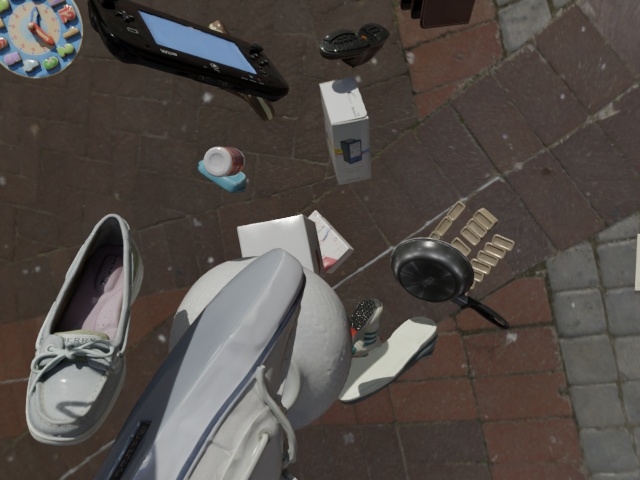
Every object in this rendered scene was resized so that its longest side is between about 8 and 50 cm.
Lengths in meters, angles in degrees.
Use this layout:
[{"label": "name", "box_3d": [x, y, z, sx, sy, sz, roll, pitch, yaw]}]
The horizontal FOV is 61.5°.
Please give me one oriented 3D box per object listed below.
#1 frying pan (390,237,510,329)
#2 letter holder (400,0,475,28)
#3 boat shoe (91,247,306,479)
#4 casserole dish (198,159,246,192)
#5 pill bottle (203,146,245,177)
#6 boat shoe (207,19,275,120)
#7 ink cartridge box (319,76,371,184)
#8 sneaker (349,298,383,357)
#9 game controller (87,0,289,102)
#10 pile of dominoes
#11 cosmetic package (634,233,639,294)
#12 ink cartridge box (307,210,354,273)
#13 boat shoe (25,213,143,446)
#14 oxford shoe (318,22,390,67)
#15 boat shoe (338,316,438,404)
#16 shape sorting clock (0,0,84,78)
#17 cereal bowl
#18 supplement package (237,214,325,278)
[{"label": "frying pan", "box_3d": [0.287, 0.124, 1.267, 0.197, 0.053, 0.326, -15, 121, 39]}, {"label": "letter holder", "box_3d": [0.283, -0.686, 1.288, 0.152, 0.214, 0.302, 38, 135, 32]}, {"label": "boat shoe", "box_3d": [-0.079, 0.186, 0.464, 0.156, 0.367, 0.135, 42, 146, -22]}, {"label": "casserole dish", "box_3d": [-0.337, -0.236, 1.876, 0.188, 0.114, 0.037, 34, 124, 3]}, {"label": "pill bottle", "box_3d": [-0.273, -0.230, 1.569, 0.085, 0.152, 0.086, 2, 100, 11]}, {"label": "boat shoe", "box_3d": [-0.210, -0.394, 1.310, 0.095, 0.095, 0.258, -30, 109, 8]}, {"label": "ink cartridge box", "box_3d": [0.063, -0.268, 1.330, 0.093, 0.213, 0.155, -12, 55, -3]}, {"label": "sneaker", "box_3d": [0.098, 0.179, 1.084, 0.075, 0.057, 0.161, 13, 125, -21]}, {"label": "game controller", "box_3d": [-0.197, -0.301, 0.853, 0.166, 0.319, 0.067, 49, 122, 37]}, {"label": "pile of dominoes", "box_3d": [0.404, 0.027, 1.517, 0.196, 0.040, 0.251, 45, 124, 18]}, {"label": "cosmetic package", "box_3d": [0.648, 0.049, 1.066, 0.041, 0.060, 0.115, 3, 79, 31]}, {"label": "ink cartridge box", "box_3d": [0.000, 0.000, 1.769, 0.115, 0.067, 0.198, -46, 70, 9]}, {"label": "boat shoe", "box_3d": [-0.311, 0.107, 0.722, 0.118, 0.321, 0.103, 7, 137, -5]}, {"label": "oxford shoe", "box_3d": [0.076, -0.452, 1.289, 0.083, 0.227, 0.096, 48, 137, 18]}, {"label": "boat shoe", "box_3d": [0.166, 0.306, 1.291, 0.116, 0.319, 0.099, 25, 137, 45]}, {"label": "shape sorting clock", "box_3d": [-0.605, -0.448, 1.137, 0.206, 0.040, 0.207, 0, 93, -5]}, {"label": "cereal bowl", "box_3d": [-0.109, 0.207, 0.942, 0.338, 0.141, 0.339, 1, 108, 3]}, {"label": "supplement package", "box_3d": [-0.095, 0.040, 1.464, 0.175, 0.293, 0.178, -11, 88, 5]}]
